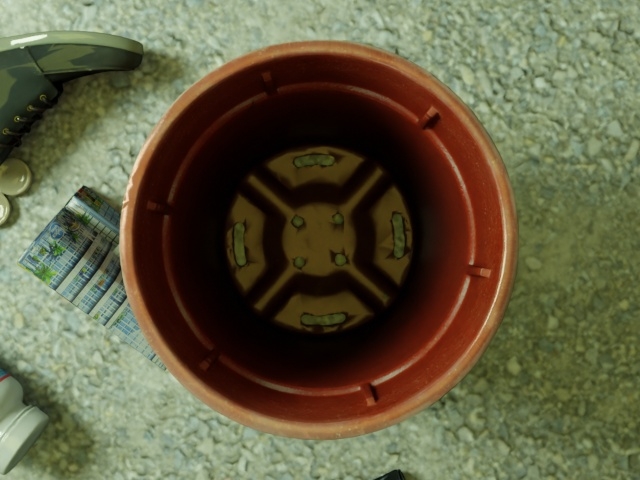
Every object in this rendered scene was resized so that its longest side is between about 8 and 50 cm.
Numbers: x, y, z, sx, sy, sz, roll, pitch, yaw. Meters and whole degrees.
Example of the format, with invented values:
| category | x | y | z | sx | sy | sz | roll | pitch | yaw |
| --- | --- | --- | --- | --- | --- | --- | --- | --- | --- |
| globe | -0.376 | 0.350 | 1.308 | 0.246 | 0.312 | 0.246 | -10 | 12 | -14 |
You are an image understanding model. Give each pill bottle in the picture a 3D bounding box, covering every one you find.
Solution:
| category | x | y | z | sx | sy | sz | roll | pitch | yaw |
| --- | --- | --- | --- | --- | --- | --- | --- | --- | --- |
| pill bottle | -0.341 | 0.147 | 0.777 | 0.160 | 0.087 | 0.087 | 35 | 90 | 0 |

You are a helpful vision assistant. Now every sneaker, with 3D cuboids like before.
| category | x | y | z | sx | sy | sz | roll | pitch | yaw |
| --- | --- | --- | --- | --- | --- | --- | --- | --- | --- |
| sneaker | -0.273 | -0.131 | 0.785 | 0.222 | 0.083 | 0.118 | -7 | 97 | -4 |

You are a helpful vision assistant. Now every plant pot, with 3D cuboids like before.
| category | x | y | z | sx | sy | sz | roll | pitch | yaw |
| --- | --- | --- | --- | --- | --- | --- | --- | --- | --- |
| plant pot | 0.000 | 0.000 | 0.691 | 0.272 | 0.265 | 0.272 | 0 | 90 | 0 |

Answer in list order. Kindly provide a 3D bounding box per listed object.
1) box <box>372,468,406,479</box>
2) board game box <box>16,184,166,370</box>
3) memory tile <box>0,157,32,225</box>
| category | x | y | z | sx | sy | sz | roll | pitch | yaw |
| --- | --- | --- | --- | --- | --- | --- | --- | --- | --- |
| box | 0.013 | 0.416 | 0.790 | 0.295 | 0.073 | 0.293 | -26 | 89 | 0 |
| board game box | -0.162 | 0.040 | 0.749 | 0.194 | 0.194 | 0.060 | 38 | 91 | -14 |
| memory tile | -0.369 | -0.060 | 0.815 | 0.148 | 0.012 | 0.113 | 32 | 90 | -1 |
